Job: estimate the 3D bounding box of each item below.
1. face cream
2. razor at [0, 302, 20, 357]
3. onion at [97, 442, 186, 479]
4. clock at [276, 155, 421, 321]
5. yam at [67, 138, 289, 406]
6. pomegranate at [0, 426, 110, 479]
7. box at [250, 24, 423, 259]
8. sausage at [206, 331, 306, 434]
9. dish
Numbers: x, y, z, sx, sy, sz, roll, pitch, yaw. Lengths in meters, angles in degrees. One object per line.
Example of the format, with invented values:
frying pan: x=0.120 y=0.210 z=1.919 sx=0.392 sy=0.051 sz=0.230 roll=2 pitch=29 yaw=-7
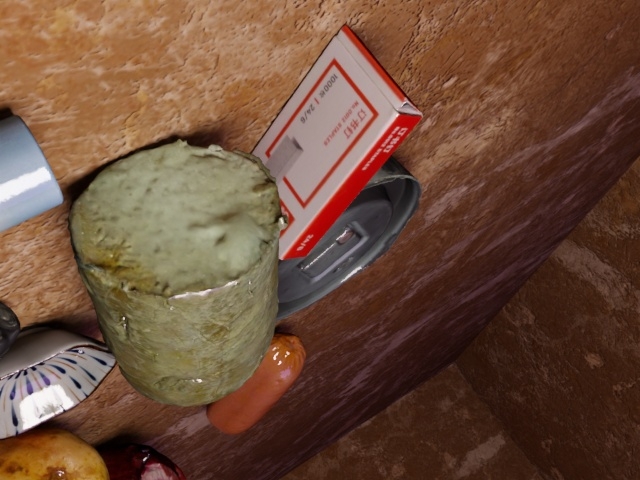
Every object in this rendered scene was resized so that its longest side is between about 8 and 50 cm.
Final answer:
face cream: x=-0.313 y=-0.005 z=0.522 sx=0.250 sy=0.077 sz=0.077 roll=-28 pitch=158 yaw=-20
razor: x=-0.361 y=0.128 z=0.731 sx=0.148 sy=0.054 sz=0.090 roll=-42 pitch=-171 yaw=8
onion: x=-0.351 y=0.514 z=1.248 sx=0.341 sy=0.341 sz=0.341 roll=-33 pitch=160 yaw=-14
clock: x=0.000 y=0.000 z=1.079 sx=0.325 sy=0.067 sz=0.325 roll=-32 pitch=160 yaw=-14
yam: x=-0.137 y=0.042 z=0.768 sx=0.195 sy=0.195 sz=0.300 roll=-29 pitch=158 yaw=-22
pomegranate: x=-0.399 y=0.361 z=1.019 sx=0.215 sy=0.215 sz=0.215 roll=-33 pitch=160 yaw=-14
box: x=0.002 y=-0.097 z=0.791 sx=0.050 sy=0.123 sz=0.229 roll=-4 pitch=142 yaw=-50
sausage: x=-0.117 y=0.263 z=1.401 sx=0.114 sy=0.113 sz=0.259 roll=-15 pitch=151 yaw=-47
dish: x=-0.330 y=0.150 z=0.852 sx=0.191 sy=0.066 sz=0.190 roll=-31 pitch=159 yaw=-13
